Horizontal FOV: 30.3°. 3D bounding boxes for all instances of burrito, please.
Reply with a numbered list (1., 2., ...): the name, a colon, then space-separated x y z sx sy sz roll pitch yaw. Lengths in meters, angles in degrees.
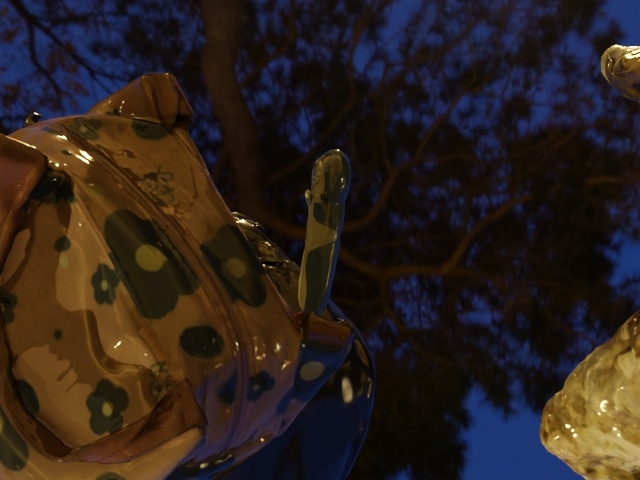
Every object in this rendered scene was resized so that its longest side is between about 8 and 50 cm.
1. burrito: 0.282 -0.151 1.063 0.058 0.188 0.045 43 -74 -2

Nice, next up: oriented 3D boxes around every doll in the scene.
1. doll: 0.000 0.000 0.797 0.027 0.037 0.125 8 -81 -13

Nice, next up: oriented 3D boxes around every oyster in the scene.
1. oyster: 0.145 0.022 0.459 0.061 0.106 0.200 22 -78 6

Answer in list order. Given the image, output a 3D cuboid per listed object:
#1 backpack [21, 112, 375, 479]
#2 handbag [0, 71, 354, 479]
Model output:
1. backpack: -0.167 0.091 1.055 0.254 0.363 0.446 -5 -142 -38
2. handbag: -0.124 0.037 0.700 0.190 0.193 0.252 -30 -96 -45
